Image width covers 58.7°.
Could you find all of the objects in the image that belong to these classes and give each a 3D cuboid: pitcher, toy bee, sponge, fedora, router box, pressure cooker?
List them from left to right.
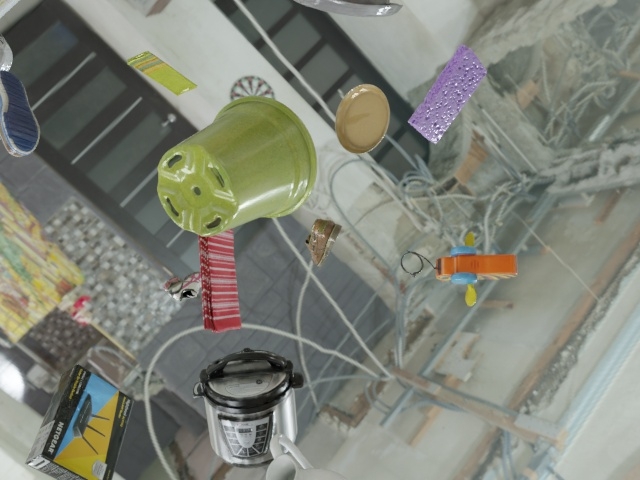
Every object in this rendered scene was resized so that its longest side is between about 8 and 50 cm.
[{"bbox_3d":[-0.398,0.318,0.961,0.046,0.133,0.179,-32,-148,20],"label":"router box"},{"bbox_3d":[-0.285,0.635,2.275,0.375,0.421,0.369,15,-153,38],"label":"pressure cooker"},{"bbox_3d":[-0.017,0.480,1.110,0.125,0.207,0.178,-41,-151,17],"label":"pitcher"},{"bbox_3d":[0.053,-0.531,1.131,0.275,0.243,0.124,-76,176,-60],"label":"fedora"},{"bbox_3d":[0.301,-0.339,1.338,0.031,0.117,0.210,42,-77,37],"label":"sponge"},{"bbox_3d":[0.387,0.067,1.592,0.162,0.298,0.195,66,47,-74],"label":"toy bee"}]

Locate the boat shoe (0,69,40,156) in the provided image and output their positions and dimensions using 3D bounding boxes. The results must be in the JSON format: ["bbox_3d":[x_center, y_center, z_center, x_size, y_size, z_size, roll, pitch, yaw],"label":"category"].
[{"bbox_3d":[-0.540,-0.208,0.989,0.066,0.066,0.183,-34,-120,19],"label":"boat shoe"}]

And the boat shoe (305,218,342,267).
[{"bbox_3d":[0.000,0.000,2.150,0.111,0.104,0.307,-63,178,-30],"label":"boat shoe"}]

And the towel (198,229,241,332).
[{"bbox_3d":[-0.244,0.088,1.404,0.031,0.275,0.199,-7,171,11],"label":"towel"}]

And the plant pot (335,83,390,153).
[{"bbox_3d":[0.147,-0.411,1.941,0.032,0.237,0.236,1,151,-46],"label":"plant pot"}]

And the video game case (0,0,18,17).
[{"bbox_3d":[-0.719,-0.533,1.139,0.227,0.206,0.026,-39,-169,6],"label":"video game case"}]

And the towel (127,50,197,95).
[{"bbox_3d":[-0.540,-0.570,1.958,0.102,0.237,0.021,-10,-110,29],"label":"towel"}]

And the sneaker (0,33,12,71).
[{"bbox_3d":[-0.874,-0.482,1.236,0.137,0.365,0.210,-55,180,8],"label":"sneaker"}]

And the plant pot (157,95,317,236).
[{"bbox_3d":[-0.184,-0.136,1.156,0.276,0.276,0.254,-37,-178,34],"label":"plant pot"}]

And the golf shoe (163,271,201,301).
[{"bbox_3d":[-0.432,0.158,1.884,0.067,0.086,0.186,-54,163,26],"label":"golf shoe"}]
